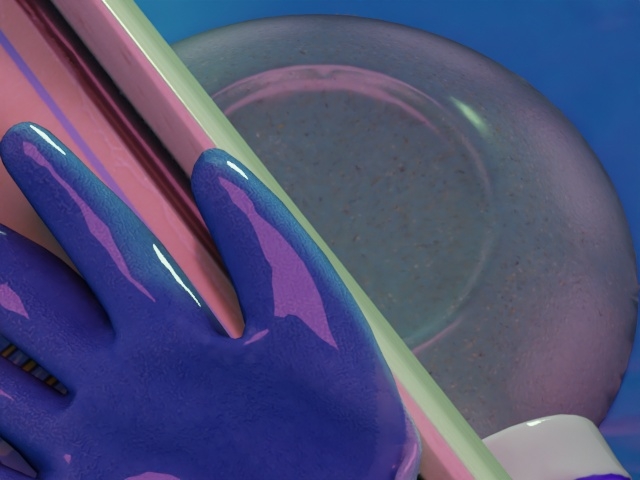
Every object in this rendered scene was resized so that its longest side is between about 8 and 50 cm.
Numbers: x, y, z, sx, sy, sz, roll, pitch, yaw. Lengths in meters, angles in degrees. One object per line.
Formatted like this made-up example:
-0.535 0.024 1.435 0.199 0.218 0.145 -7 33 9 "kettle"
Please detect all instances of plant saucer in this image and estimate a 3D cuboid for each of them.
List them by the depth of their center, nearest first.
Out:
0.000 0.000 0.589 0.195 0.037 0.195 0 60 -1 "plant saucer"

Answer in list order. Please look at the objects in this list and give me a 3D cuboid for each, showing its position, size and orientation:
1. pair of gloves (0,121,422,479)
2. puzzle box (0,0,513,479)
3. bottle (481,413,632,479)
-0.057 0.082 0.380 0.159 0.023 0.198 43 92 16 "pair of gloves"
-0.098 0.091 0.428 0.272 0.052 0.409 -40 75 5 "puzzle box"
0.102 0.173 0.453 0.118 0.092 0.283 -24 62 -11 "bottle"
